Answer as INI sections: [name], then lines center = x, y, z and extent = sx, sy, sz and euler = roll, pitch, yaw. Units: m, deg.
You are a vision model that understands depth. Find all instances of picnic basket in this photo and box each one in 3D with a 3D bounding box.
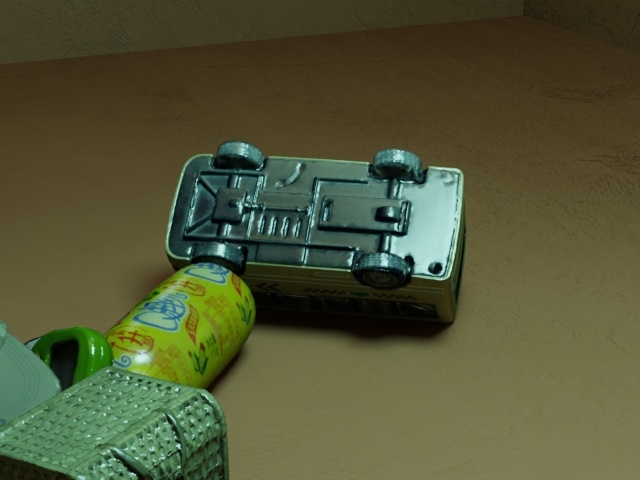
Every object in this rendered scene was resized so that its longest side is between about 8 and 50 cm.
[picnic basket]
center = -0.192, 0.219, 1.290
extent = 0.154, 0.134, 0.196
euler = 12, 23, 28

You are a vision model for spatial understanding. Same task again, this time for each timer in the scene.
[timer]
center = -0.262, 0.161, 1.443
extent = 0.047, 0.140, 0.128
euler = 21, -23, -39

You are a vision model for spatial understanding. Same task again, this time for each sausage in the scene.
[sausage]
center = -0.164, 0.115, 1.590
extent = 0.123, 0.123, 0.347
euler = 5, 21, 16

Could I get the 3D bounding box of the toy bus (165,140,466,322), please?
[toy bus]
center = 0.000, 0.000, 1.789
extent = 0.365, 0.202, 0.177
euler = 5, 64, 13

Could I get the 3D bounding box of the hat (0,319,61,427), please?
[hat]
center = -0.388, 0.138, 1.403
extent = 0.214, 0.149, 0.244
euler = -47, 27, -22

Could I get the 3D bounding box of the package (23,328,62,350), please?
[package]
center = -0.319, 0.152, 1.633
extent = 0.173, 0.027, 0.171
euler = 13, 24, 40
